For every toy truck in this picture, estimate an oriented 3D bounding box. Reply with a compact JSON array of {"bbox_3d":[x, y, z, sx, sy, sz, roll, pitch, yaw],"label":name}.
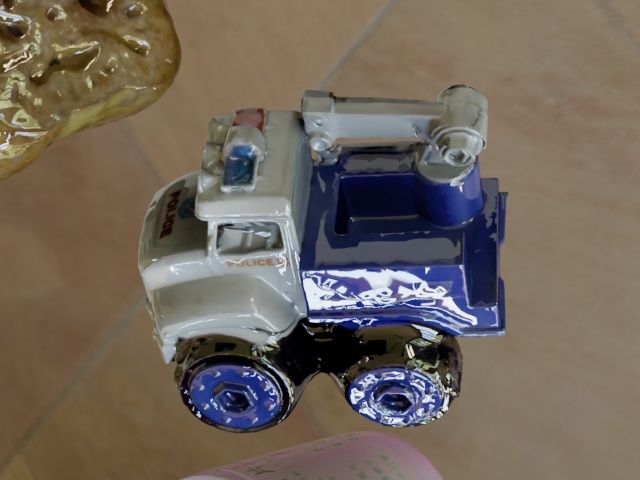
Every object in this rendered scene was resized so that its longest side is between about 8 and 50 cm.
[{"bbox_3d":[0.000,0.000,0.810,0.213,0.161,0.177,-2,138,9],"label":"toy truck"}]

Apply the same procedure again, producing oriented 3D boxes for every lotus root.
[{"bbox_3d":[-0.211,-0.123,0.756,0.291,0.193,0.193,3,108,46],"label":"lotus root"}]

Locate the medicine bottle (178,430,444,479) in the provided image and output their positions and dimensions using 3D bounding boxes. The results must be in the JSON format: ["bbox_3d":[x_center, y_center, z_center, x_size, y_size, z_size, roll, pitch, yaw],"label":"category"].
[{"bbox_3d":[-0.035,0.215,0.910,0.152,0.254,0.152,5,98,41],"label":"medicine bottle"}]
